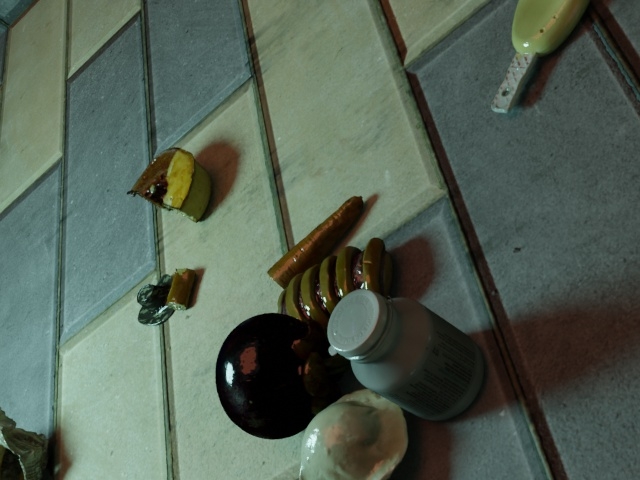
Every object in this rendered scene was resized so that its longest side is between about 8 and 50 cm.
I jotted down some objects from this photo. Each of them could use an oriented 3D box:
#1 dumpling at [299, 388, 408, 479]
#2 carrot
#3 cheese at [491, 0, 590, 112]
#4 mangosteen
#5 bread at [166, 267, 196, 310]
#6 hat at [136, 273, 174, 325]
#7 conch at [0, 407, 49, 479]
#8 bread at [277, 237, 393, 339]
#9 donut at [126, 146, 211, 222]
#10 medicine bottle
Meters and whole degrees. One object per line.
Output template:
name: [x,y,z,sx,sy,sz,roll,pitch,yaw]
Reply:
dumpling: [0.050,0.300,1.423,0.155,0.111,0.181,0,85,44]
carrot: [0.000,0.000,1.752,0.209,0.061,0.061,-46,38,7]
cheese: [0.340,-0.314,1.613,0.127,0.050,0.255,15,76,50]
mangosteen: [-0.048,0.205,1.553,0.231,0.194,0.194,-5,57,22]
bread: [-0.271,0.095,1.990,0.047,0.036,0.083,-3,59,29]
hat: [-0.337,0.116,2.034,0.121,0.050,0.121,-29,46,35]
conch: [-0.622,0.449,2.022,0.178,0.163,0.245,-175,84,-66]
bread: [0.019,0.085,1.640,0.225,0.081,0.134,-30,45,29]
donut: [-0.296,-0.113,2.132,0.217,0.085,0.141,26,83,52]
medicine bottle: [0.112,0.150,1.376,0.135,0.215,0.135,-28,45,32]
